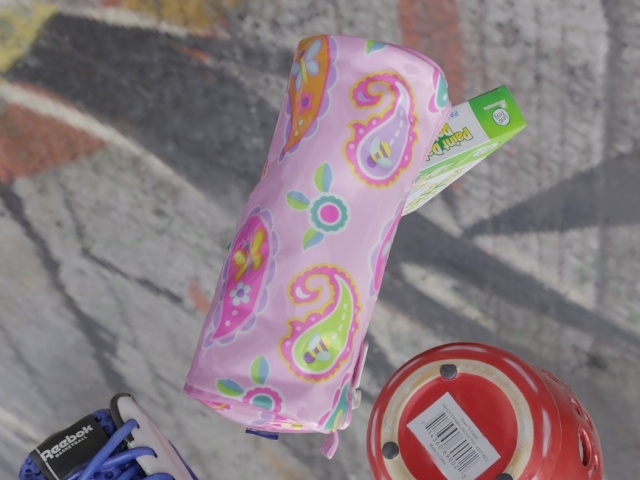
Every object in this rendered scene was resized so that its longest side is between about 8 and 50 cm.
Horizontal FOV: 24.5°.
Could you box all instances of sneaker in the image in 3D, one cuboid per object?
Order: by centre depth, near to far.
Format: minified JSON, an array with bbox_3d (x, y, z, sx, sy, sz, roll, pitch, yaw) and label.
[{"bbox_3d":[-0.112,0.200,0.937,0.182,0.127,0.315,50,167,-10],"label":"sneaker"}]

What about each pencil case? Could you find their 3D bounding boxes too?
[{"bbox_3d":[0.000,0.000,1.023,0.124,0.284,0.124,17,172,2],"label":"pencil case"}]

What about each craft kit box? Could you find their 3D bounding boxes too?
[{"bbox_3d":[0.054,-0.056,1.543,0.061,0.247,0.250,60,149,6],"label":"craft kit box"}]

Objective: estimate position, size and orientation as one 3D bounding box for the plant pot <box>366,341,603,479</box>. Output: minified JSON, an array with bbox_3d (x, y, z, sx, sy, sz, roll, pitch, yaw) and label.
[{"bbox_3d":[0.144,0.185,1.303,0.191,0.191,0.174,24,170,25],"label":"plant pot"}]
